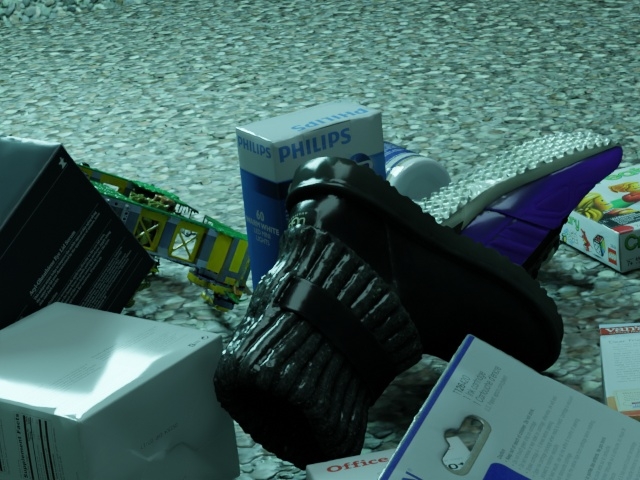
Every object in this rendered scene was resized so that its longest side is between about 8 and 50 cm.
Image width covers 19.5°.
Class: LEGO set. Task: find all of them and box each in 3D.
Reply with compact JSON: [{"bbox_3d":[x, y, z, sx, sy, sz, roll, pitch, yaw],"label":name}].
[{"bbox_3d":[-0.236,0.035,2.069,0.255,0.192,0.331,16,6,-39],"label":"LEGO set"}]

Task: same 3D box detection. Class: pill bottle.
[{"bbox_3d":[0.081,-0.074,2.312,0.094,0.094,0.169,-16,23,-26],"label":"pill bottle"}]

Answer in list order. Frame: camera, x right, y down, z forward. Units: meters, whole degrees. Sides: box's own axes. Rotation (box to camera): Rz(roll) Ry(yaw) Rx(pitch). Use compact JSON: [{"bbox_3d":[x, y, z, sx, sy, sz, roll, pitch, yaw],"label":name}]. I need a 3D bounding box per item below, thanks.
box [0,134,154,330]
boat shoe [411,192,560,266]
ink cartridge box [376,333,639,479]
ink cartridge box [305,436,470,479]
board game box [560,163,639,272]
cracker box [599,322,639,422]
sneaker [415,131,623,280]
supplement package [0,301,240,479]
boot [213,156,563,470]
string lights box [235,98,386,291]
[{"bbox_3d":[-0.301,0.057,1.775,0.103,0.184,0.261,12,58,37],"label":"box"},{"bbox_3d":[0.188,-0.017,2.145,0.228,0.081,0.069,10,29,42],"label":"boat shoe"},{"bbox_3d":[0.197,0.219,1.357,0.307,0.072,0.303,24,29,10],"label":"ink cartridge box"},{"bbox_3d":[0.077,0.240,1.479,0.140,0.082,0.190,-10,22,-12],"label":"ink cartridge box"},{"bbox_3d":[0.430,-0.045,2.195,0.305,0.053,0.193,-14,21,-21],"label":"board game box"},{"bbox_3d":[0.335,0.140,1.685,0.156,0.067,0.232,-3,18,8],"label":"cracker box"},{"bbox_3d":[0.207,-0.007,2.013,0.293,0.146,0.102,-28,17,-10],"label":"sneaker"},{"bbox_3d":[-0.215,0.168,1.652,0.203,0.149,0.194,9,25,35],"label":"supplement package"},{"bbox_3d":[0.067,0.113,1.724,0.131,0.348,0.260,-28,38,48],"label":"boot"},{"bbox_3d":[0.000,0.000,1.892,0.133,0.259,0.077,-17,23,-29],"label":"string lights box"}]
